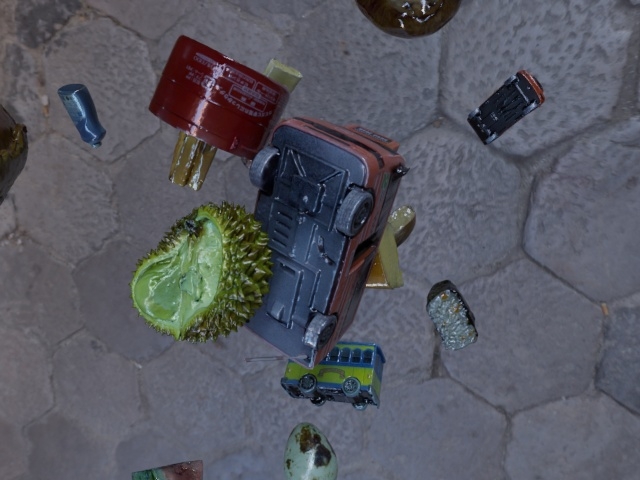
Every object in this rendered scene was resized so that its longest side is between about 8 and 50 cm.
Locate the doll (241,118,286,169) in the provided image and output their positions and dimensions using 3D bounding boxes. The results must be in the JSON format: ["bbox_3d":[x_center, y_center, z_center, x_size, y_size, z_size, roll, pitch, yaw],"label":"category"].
[{"bbox_3d":[-0.173,-0.293,1.679,0.156,0.303,0.201,-31,93,-21],"label":"doll"}]

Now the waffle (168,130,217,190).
[{"bbox_3d":[-0.319,-0.320,1.409,0.098,0.224,0.328,17,132,-24],"label":"waffle"}]

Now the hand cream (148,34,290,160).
[{"bbox_3d":[-0.176,-0.251,0.916,0.230,0.230,0.150,31,103,9],"label":"hand cream"}]

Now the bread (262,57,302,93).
[{"bbox_3d":[-0.167,-0.566,1.882,0.139,0.060,0.178,16,136,-32],"label":"bread"}]

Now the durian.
[{"bbox_3d":[-0.173,0.048,0.812,0.200,0.176,0.237,48,117,8],"label":"durian"}]

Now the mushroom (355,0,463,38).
[{"bbox_3d":[0.196,-0.534,1.018,0.283,0.195,0.264,35,98,47],"label":"mushroom"}]

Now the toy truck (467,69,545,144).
[{"bbox_3d":[0.527,-0.375,1.432,0.108,0.114,0.252,57,155,5],"label":"toy truck"}]

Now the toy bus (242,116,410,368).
[{"bbox_3d":[0.000,0.000,0.920,0.203,0.233,0.427,28,123,21],"label":"toy bus"}]

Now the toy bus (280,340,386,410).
[{"bbox_3d":[0.043,0.432,1.677,0.312,0.190,0.152,-1,144,19],"label":"toy bus"}]

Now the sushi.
[{"bbox_3d":[0.435,0.246,1.708,0.136,0.126,0.225,-23,95,11],"label":"sushi"}]

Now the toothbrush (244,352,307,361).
[{"bbox_3d":[-0.064,0.169,0.738,0.096,0.008,0.006,3,109,-28],"label":"toothbrush"}]

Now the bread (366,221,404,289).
[{"bbox_3d":[0.114,0.032,1.241,0.169,0.140,0.160,3,91,31],"label":"bread"}]

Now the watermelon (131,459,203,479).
[{"bbox_3d":[-0.160,0.269,0.549,0.092,0.072,0.085,21,103,23],"label":"watermelon"}]

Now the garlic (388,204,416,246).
[{"bbox_3d":[0.200,-0.022,1.494,0.195,0.101,0.087,-42,71,7],"label":"garlic"}]

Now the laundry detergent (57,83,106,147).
[{"bbox_3d":[-0.717,-0.370,1.566,0.096,0.061,0.206,5,132,16],"label":"laundry detergent"}]

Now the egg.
[{"bbox_3d":[-0.034,0.686,1.599,0.169,0.169,0.231,-21,71,21],"label":"egg"}]

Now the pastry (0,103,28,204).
[{"bbox_3d":[-0.479,-0.035,0.553,0.355,0.356,0.164,-31,119,22],"label":"pastry"}]
